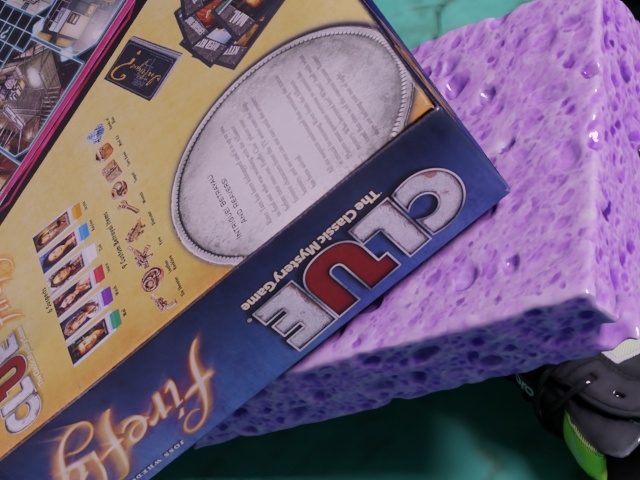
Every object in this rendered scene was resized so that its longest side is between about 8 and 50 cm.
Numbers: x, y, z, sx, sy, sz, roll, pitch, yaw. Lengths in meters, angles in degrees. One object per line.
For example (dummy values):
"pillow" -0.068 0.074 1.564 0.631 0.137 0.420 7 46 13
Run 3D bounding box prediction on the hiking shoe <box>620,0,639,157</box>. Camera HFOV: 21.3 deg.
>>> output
"hiking shoe" 0.172 -0.032 0.539 0.113 0.132 0.304 -53 30 20

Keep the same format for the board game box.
"board game box" -0.058 -0.041 0.555 0.165 0.042 0.243 -39 39 9

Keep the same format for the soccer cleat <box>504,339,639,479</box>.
"soccer cleat" 0.081 0.032 0.523 0.179 0.060 0.072 23 61 24

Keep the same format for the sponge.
"sponge" 0.000 0.000 0.527 0.210 0.031 0.117 -17 47 33
